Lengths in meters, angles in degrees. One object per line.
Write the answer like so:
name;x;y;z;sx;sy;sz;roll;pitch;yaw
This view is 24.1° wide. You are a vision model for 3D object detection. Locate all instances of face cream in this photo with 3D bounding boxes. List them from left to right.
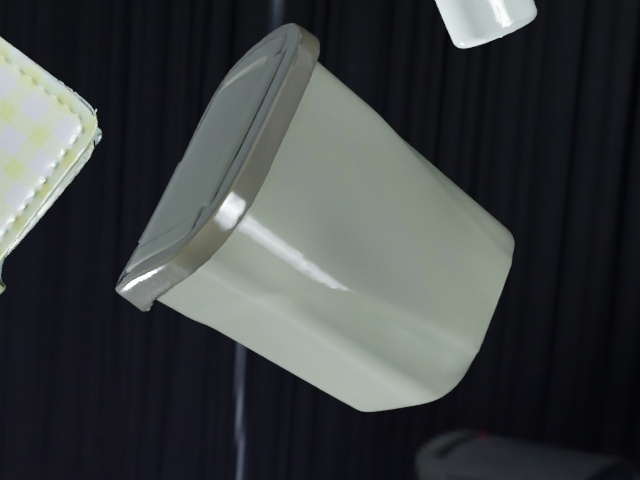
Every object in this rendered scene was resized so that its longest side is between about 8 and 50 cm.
face cream;0.100;-0.325;1.308;0.089;0.314;0.143;-14;-166;35

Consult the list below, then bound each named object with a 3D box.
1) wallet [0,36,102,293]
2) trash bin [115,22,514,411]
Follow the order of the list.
wallet;-0.296;-0.009;0.878;0.223;0.309;0.077;38;174;1
trash bin;0.000;0.000;1.175;0.250;0.220;0.219;35;154;-22
